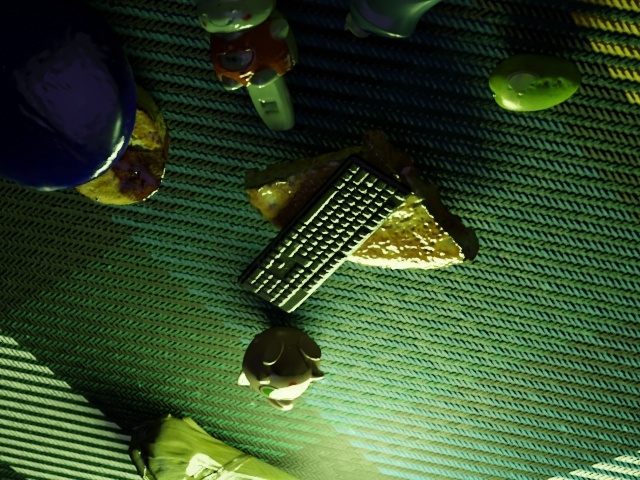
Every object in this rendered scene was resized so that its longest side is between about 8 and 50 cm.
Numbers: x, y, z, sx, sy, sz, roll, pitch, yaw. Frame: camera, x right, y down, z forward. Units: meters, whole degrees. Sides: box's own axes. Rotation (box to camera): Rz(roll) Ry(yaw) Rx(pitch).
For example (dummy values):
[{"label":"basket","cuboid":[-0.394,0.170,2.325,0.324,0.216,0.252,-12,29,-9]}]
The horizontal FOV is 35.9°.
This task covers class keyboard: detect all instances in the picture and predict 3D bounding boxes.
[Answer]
[{"label":"keyboard","cuboid":[0.000,0.000,1.314,0.101,0.018,0.310,30,134,-15]}]

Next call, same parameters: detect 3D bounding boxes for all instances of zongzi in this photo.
[{"label":"zongzi","cuboid":[-0.175,0.389,1.723,0.274,0.125,0.251,-11,133,19]}]

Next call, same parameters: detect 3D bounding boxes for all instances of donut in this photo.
[{"label":"donut","cuboid":[-0.280,-0.140,1.334,0.166,0.073,0.184,-9,126,21]}]

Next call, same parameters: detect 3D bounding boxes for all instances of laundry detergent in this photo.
[{"label":"laundry detergent","cuboid":[0.102,-0.297,1.120,0.096,0.061,0.206,37,128,-21]}]

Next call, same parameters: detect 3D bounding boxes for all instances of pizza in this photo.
[{"label":"pizza","cuboid":[0.062,-0.059,1.311,0.335,0.086,0.226,16,135,0]}]

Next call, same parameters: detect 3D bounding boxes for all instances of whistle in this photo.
[{"label":"whistle","cuboid":[-0.087,-0.241,1.190,0.101,0.106,0.253,29,148,46]}]

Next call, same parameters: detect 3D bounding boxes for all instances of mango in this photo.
[{"label":"mango","cuboid":[0.256,-0.189,1.177,0.108,0.056,0.073,-5,134,13]}]

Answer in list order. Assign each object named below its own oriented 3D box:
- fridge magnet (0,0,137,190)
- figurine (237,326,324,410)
[{"label":"fridge magnet","cuboid":[-0.347,-0.188,1.207,0.265,0.113,0.265,5,115,11]},{"label":"figurine","cuboid":[-0.060,0.196,1.533,0.125,0.125,0.138,22,144,-5]}]
